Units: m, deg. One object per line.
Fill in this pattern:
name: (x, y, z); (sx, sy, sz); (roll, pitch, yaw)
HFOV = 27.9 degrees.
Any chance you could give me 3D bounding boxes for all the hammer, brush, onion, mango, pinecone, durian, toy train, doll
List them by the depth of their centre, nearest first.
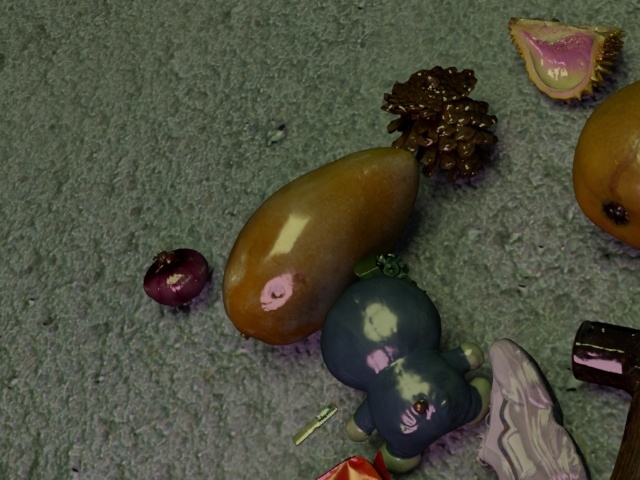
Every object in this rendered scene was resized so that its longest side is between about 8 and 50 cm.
hammer: (0.406, 0.278, 1.645); (0.242, 0.095, 0.409); (8, 50, 27)
mango: (0.538, -0.134, 1.813); (0.378, 0.221, 0.264); (-31, 49, -5)
doll: (0.108, 0.178, 1.845); (0.228, 0.154, 0.258); (-34, 64, 7)
toy train: (0.109, 0.070, 1.934); (0.071, 0.148, 0.038); (-20, 46, 18)
brush: (-0.010, 0.277, 1.949); (0.083, 0.013, 0.016); (-41, 54, -1)
mango: (0.000, 0.000, 1.979); (0.384, 0.221, 0.199); (-47, 48, 1)
pinecone: (0.191, -0.183, 2.034); (0.179, 0.195, 0.150); (-41, 4, -34)
durian: (0.395, -0.307, 2.039); (0.182, 0.132, 0.165); (-14, 44, 31)
onion: (-0.242, 0.055, 2.139); (0.115, 0.104, 0.115); (-23, 33, 17)

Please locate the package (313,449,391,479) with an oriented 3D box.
package: (-0.047, 0.478, 1.774); (0.423, 0.123, 0.196); (-35, 50, 3)

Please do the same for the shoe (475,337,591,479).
shoe: (0.268, 0.257, 1.773); (0.137, 0.095, 0.245); (-25, 63, 7)
